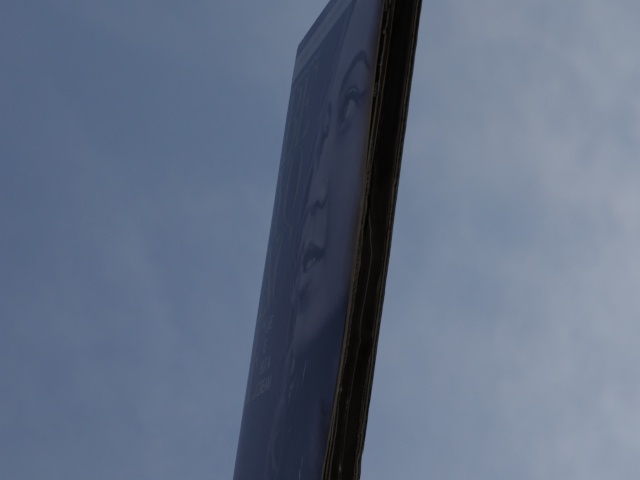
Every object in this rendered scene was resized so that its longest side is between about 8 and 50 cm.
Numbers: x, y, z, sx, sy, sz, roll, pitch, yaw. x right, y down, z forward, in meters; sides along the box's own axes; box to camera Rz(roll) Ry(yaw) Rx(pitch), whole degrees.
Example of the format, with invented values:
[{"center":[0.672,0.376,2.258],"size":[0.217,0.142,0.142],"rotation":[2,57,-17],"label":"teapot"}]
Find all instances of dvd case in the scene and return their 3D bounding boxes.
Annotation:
[{"center":[0.000,0.000,0.635],"size":[0.018,0.164,0.221],"rotation":[12,-105,-11],"label":"dvd case"}]
